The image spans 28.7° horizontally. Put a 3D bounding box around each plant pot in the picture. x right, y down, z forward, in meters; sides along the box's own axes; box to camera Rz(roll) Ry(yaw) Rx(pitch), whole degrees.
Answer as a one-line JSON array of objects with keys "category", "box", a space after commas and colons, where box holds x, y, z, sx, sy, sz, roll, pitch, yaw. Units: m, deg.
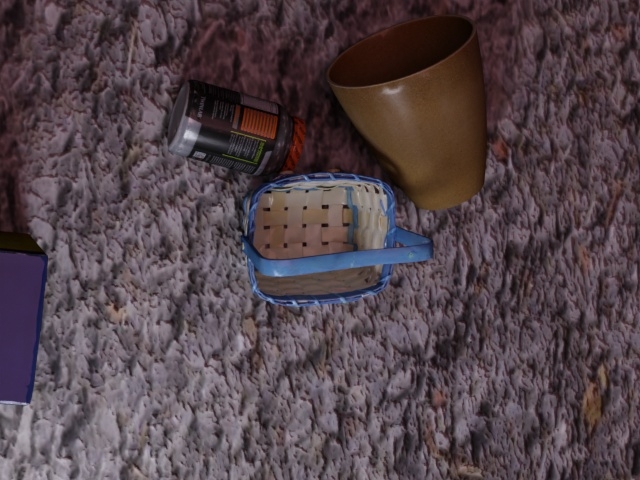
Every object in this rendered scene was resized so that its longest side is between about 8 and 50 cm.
[{"category": "plant pot", "box": [0.160, -0.182, 1.934, 0.237, 0.237, 0.254, -28, 116, -13]}]

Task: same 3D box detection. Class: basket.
[{"category": "basket", "box": [0.000, 0.000, 1.848, 0.255, 0.289, 0.201, -4, 106, -19]}]

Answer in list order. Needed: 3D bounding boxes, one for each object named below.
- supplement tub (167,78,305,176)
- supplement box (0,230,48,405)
[{"category": "supplement tub", "box": [-0.126, -0.165, 1.889, 0.190, 0.117, 0.117, 15, 90, -18]}, {"category": "supplement box", "box": [-0.485, 0.087, 1.675, 0.195, 0.356, 0.194, 6, 92, -17]}]
